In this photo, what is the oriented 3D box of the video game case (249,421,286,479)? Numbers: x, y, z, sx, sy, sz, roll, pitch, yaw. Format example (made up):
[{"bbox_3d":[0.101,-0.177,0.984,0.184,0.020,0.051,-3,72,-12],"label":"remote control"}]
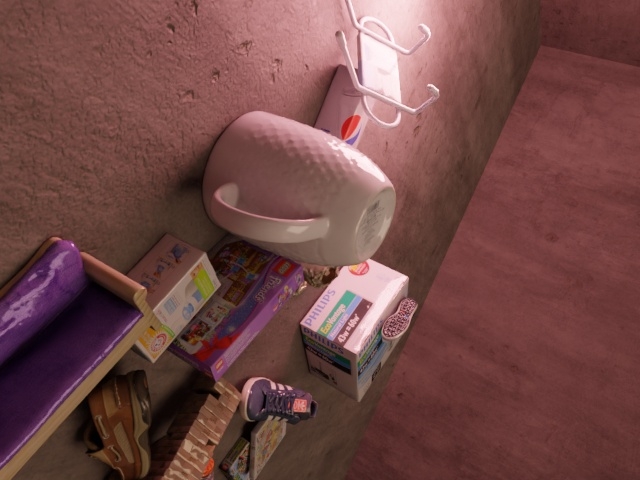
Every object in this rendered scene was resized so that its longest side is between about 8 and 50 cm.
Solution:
[{"bbox_3d":[-0.170,0.643,1.793,0.227,0.026,0.206,-43,143,-57],"label":"video game case"}]

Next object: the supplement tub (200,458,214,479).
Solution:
[{"bbox_3d":[-0.347,0.648,1.393,0.117,0.117,0.190,-3,114,-63],"label":"supplement tub"}]

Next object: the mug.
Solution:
[{"bbox_3d":[-0.053,-0.078,1.070,0.374,0.328,0.276,-26,134,-55],"label":"mug"}]

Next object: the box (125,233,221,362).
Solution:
[{"bbox_3d":[-0.302,0.107,1.011,0.203,0.103,0.114,-52,152,-28],"label":"box"}]

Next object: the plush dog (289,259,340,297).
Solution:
[{"bbox_3d":[-0.103,0.080,1.349,0.263,0.210,0.225,-29,161,-10],"label":"plush dog"}]

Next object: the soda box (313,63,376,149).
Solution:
[{"bbox_3d":[0.050,-0.289,1.365,0.091,0.098,0.286,13,101,-65],"label":"soda box"}]

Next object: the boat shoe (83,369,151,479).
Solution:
[{"bbox_3d":[-0.403,0.373,1.062,0.120,0.122,0.323,-6,132,-25],"label":"boat shoe"}]

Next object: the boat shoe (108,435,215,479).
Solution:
[{"bbox_3d":[-0.374,0.543,1.273,0.285,0.103,0.092,-13,128,-56],"label":"boat shoe"}]

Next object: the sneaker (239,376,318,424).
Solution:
[{"bbox_3d":[-0.114,0.494,1.636,0.350,0.148,0.131,35,61,-62],"label":"sneaker"}]

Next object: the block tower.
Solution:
[{"bbox_3d":[-0.298,0.460,1.224,0.097,0.091,0.335,50,43,-26],"label":"block tower"}]

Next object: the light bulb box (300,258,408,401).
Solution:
[{"bbox_3d":[0.130,0.308,1.910,0.358,0.225,0.361,-51,152,-30],"label":"light bulb box"}]

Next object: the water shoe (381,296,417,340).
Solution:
[{"bbox_3d":[0.268,0.278,1.801,0.203,0.073,0.080,-44,150,-38],"label":"water shoe"}]

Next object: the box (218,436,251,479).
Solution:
[{"bbox_3d":[-0.257,0.725,1.739,0.114,0.036,0.207,-51,152,-29],"label":"box"}]

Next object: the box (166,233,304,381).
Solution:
[{"bbox_3d":[-0.199,0.123,1.114,0.293,0.201,0.057,-48,150,-33],"label":"box"}]

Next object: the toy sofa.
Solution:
[{"bbox_3d":[-0.423,0.182,0.782,0.362,0.150,0.177,-51,153,-28],"label":"toy sofa"}]

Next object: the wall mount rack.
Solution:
[{"bbox_3d":[0.127,-0.442,1.230,0.304,0.130,0.349,17,58,-29],"label":"wall mount rack"}]
